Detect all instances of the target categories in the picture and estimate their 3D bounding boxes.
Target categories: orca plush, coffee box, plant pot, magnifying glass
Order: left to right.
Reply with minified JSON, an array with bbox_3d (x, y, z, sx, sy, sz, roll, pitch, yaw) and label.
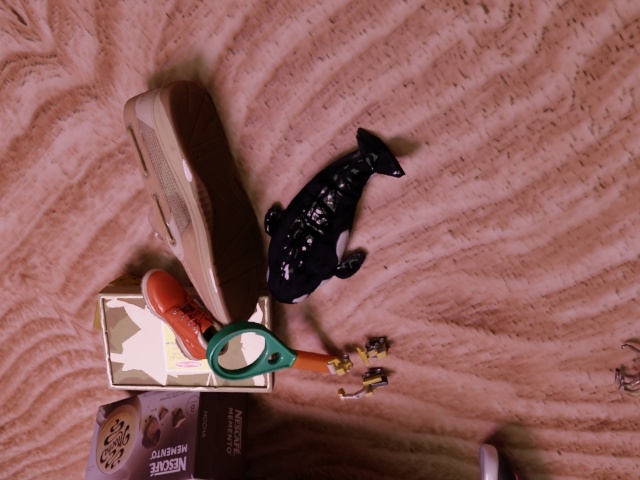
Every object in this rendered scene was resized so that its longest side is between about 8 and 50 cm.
[{"bbox_3d":[-0.326,0.105,0.861,0.082,0.081,0.083,14,111,12],"label":"plant pot"},{"bbox_3d":[-0.279,0.365,0.915,0.297,0.168,0.119,-22,142,29],"label":"coffee box"},{"bbox_3d":[-0.061,0.173,0.752,0.231,0.026,0.092,18,107,-39],"label":"magnifying glass"},{"bbox_3d":[0.000,0.000,0.667,0.151,0.102,0.287,45,123,-8],"label":"orca plush"}]

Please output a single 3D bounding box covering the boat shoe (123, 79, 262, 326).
[{"bbox_3d":[-0.173,-0.039,0.706,0.110,0.122,0.341,-6,106,27],"label":"boat shoe"}]

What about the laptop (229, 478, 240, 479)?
[{"bbox_3d":[-0.045,0.570,0.838,0.408,0.236,0.382,-34,128,27],"label":"laptop"}]

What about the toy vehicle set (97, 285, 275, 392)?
[{"bbox_3d":[-0.208,0.157,0.806,0.267,0.035,0.166,1,105,1],"label":"toy vehicle set"}]

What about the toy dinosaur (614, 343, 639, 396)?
[{"bbox_3d":[0.428,0.184,0.641,0.093,0.053,0.183,6,114,23],"label":"toy dinosaur"}]

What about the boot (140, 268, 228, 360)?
[{"bbox_3d":[-0.190,0.104,0.725,0.085,0.059,0.158,-12,115,48],"label":"boot"}]

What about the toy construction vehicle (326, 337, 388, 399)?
[{"bbox_3d":[0.065,0.203,0.784,0.098,0.035,0.086,-17,120,5],"label":"toy construction vehicle"}]

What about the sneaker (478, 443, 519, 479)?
[{"bbox_3d":[0.329,0.421,0.792,0.147,0.104,0.295,-6,122,21],"label":"sneaker"}]
